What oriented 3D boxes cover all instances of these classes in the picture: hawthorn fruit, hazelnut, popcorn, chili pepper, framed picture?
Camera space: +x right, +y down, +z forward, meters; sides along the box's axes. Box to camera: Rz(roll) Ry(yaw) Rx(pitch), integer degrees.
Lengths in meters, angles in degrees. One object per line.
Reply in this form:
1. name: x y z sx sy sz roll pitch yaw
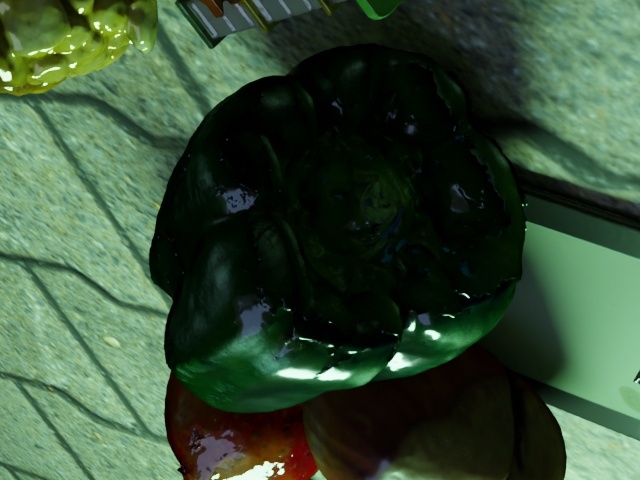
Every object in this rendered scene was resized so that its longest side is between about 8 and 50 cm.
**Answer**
1. hawthorn fruit: -0.069 0.166 1.526 0.181 0.235 0.181 26 161 9
2. hazelnut: 0.086 0.151 1.351 0.181 0.181 0.212 -31 131 33
3. popcorn: -0.214 -0.187 1.306 0.194 0.163 0.140 -114 0 -83
4. chili pepper: 0.000 0.000 1.189 0.257 0.248 0.233 -37 64 57
5. framed picture: 0.204 0.061 1.266 0.347 0.016 0.265 19 146 34

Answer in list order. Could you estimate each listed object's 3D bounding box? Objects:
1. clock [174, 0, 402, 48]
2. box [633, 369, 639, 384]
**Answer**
1. clock: -0.066 -0.235 1.077 0.220 0.106 0.255 52 150 -20
2. box: 0.290 0.046 0.998 0.099 0.133 0.182 41 147 2
